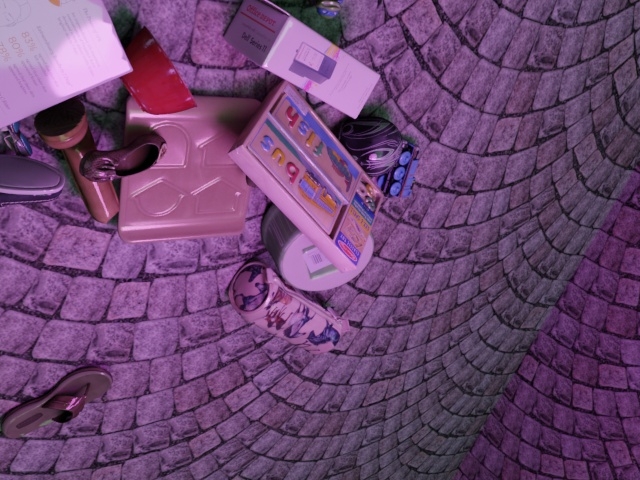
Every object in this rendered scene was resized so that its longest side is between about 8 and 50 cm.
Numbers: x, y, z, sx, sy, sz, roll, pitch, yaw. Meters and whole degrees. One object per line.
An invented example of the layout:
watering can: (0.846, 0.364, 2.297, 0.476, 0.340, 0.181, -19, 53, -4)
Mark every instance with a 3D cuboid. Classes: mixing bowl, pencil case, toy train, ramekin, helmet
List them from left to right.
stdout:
mixing bowl: (-0.336, -0.318, 1.189, 0.098, 0.181, 0.181, -35, 136, -5)
pencil case: (-0.092, 0.205, 1.779, 0.184, 0.159, 0.410, -31, 139, 18)
ramekin: (0.000, 0.000, 1.649, 0.304, 0.148, 0.303, -11, 134, -12)
helmet: (0.136, -0.248, 1.589, 0.162, 0.169, 0.169, 5, 131, 12)
toy train: (0.235, -0.210, 1.760, 0.105, 0.080, 0.184, -11, 127, -40)

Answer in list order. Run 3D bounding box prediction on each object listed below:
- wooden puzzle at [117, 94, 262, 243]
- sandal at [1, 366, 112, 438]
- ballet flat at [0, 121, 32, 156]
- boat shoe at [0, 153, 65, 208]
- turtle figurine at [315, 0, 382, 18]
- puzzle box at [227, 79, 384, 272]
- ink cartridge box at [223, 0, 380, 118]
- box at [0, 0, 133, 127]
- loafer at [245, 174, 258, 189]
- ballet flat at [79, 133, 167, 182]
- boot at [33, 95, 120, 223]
wooden puzzle: (-0.308, -0.171, 1.403, 0.322, 0.080, 0.347, -6, 121, -33)
sandal: (-0.689, 0.447, 1.593, 0.303, 0.086, 0.120, -32, 136, -11)
ballet flat: (-0.607, -0.213, 1.179, 0.041, 0.041, 0.114, -22, 132, -20)
boat shoe: (-0.649, -0.106, 1.149, 0.303, 0.114, 0.091, 9, 129, -9)
turtle figurine: (0.048, -0.594, 1.212, 0.275, 0.198, 0.266, -43, 141, -72)
puzzle box: (-0.015, -0.152, 1.423, 0.409, 0.052, 0.272, 46, 47, -26)
ink cartridge box: (-0.065, -0.410, 1.291, 0.354, 0.207, 0.119, 19, 108, -42)
box: (-0.542, -0.344, 1.028, 0.346, 0.168, 0.215, -28, 134, -14)
loafer: (-0.109, -0.192, 1.475, 0.087, 0.094, 0.251, -49, 170, 34)
ballet flat: (-0.372, -0.159, 1.185, 0.250, 0.058, 0.084, -39, 148, -65)
boot: (-0.467, -0.148, 1.191, 0.089, 0.236, 0.269, -15, 128, -9)
